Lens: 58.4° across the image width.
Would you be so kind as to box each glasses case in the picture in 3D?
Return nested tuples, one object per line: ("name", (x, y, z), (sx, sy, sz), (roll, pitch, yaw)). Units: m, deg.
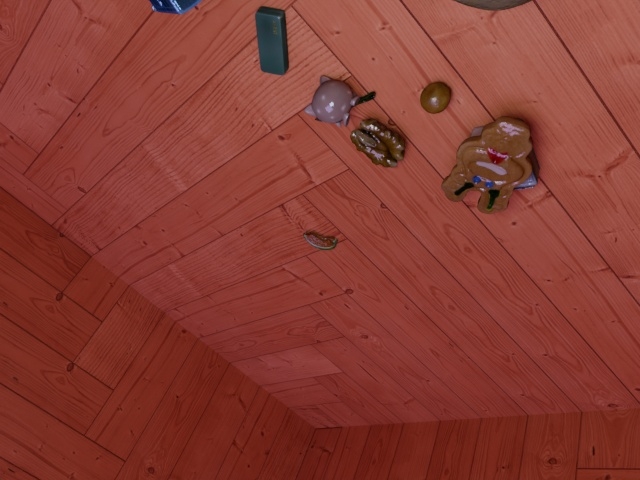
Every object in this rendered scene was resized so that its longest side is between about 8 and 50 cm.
("glasses case", (-0.134, -0.553, 1.598), (0.078, 0.039, 0.184), (16, 142, 14))

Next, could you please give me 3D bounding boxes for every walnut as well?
("walnut", (0.178, -0.294, 1.701), (0.170, 0.069, 0.143), (37, 143, -12))

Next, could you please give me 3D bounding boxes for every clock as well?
("clock", (0.506, -0.230, 1.580), (0.147, 0.071, 0.192), (-7, 132, 36))

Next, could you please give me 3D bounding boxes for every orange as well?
("orange", (0.306, -0.379, 1.521), (0.085, 0.085, 0.085), (16, 142, 13))

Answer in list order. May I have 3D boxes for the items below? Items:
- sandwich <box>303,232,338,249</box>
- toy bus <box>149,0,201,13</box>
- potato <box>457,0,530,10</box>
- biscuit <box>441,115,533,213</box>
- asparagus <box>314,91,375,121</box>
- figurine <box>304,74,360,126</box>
("sandwich", (-0.002, 0.000, 2.190), (0.135, 0.029, 0.067), (20, 137, 10))
("toy bus", (-0.388, -0.660, 1.482), (0.133, 0.116, 0.234), (53, 170, -35))
("potato", (0.356, -0.524, 1.172), (0.189, 0.264, 0.211), (38, 137, 0))
("biscuit", (0.459, -0.195, 1.553), (0.202, 0.047, 0.333), (24, 143, 5))
("asparagus", (0.070, -0.389, 1.688), (0.233, 0.022, 0.023), (-14, 99, 41))
("figurine", (0.035, -0.394, 1.629), (0.138, 0.125, 0.125), (26, 144, 18))
